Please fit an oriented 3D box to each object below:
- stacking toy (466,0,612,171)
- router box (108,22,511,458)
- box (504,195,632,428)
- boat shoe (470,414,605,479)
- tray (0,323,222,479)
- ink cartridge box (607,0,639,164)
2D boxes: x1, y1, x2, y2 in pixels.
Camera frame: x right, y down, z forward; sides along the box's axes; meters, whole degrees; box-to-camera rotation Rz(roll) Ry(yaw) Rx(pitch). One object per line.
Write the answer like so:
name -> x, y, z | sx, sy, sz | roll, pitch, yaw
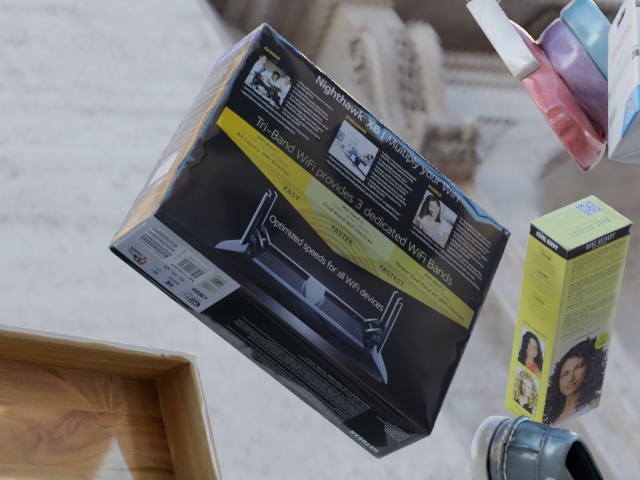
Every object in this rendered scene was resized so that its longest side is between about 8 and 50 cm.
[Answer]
stacking toy -> 0.186, -0.228, 1.621 | 0.130, 0.309, 0.279 | -35, -20, 8
router box -> 0.000, 0.000, 1.639 | 0.309, 0.243, 0.081 | 40, -40, -16
box -> 0.238, 0.075, 1.836 | 0.087, 0.058, 0.232 | -23, -47, -30
boat shoe -> 0.243, 0.288, 1.749 | 0.099, 0.116, 0.319 | -5, -53, 37
tray -> -0.273, 0.206, 2.024 | 0.076, 0.203, 0.411 | -26, -24, 30
ink cartridge box -> 0.169, -0.086, 0.981 | 0.028, 0.083, 0.048 | 9, -31, -7
